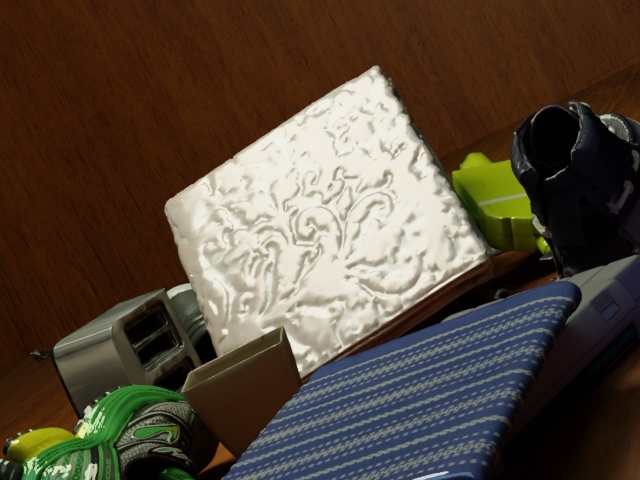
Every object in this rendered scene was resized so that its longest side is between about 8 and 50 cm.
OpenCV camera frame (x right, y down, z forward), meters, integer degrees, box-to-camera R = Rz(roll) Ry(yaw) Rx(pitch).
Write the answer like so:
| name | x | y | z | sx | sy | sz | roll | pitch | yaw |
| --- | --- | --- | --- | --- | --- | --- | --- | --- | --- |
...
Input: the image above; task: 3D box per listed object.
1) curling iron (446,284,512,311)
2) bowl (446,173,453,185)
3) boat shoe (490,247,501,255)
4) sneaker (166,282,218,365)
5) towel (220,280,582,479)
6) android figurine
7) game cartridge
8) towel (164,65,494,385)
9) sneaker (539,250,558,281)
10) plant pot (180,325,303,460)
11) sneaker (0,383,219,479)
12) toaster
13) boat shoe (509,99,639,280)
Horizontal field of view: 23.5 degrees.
| name | x | y | z | sx | sy | sz | roll | pitch | yaw |
| --- | --- | --- | --- | --- | --- | --- | --- | --- | --- |
| curling iron | 0.148 | 0.061 | 1.671 | 0.068 | 0.035 | 0.274 | 10 | -1 | -16 |
| bowl | 0.030 | 0.021 | 1.869 | 0.289 | 0.289 | 0.156 | -24 | 49 | 32 |
| boat shoe | 0.191 | -0.017 | 1.984 | 0.183 | 0.083 | 0.065 | -23 | 7 | 35 |
| sneaker | -0.054 | 0.109 | 2.012 | 0.295 | 0.104 | 0.147 | -9 | 32 | -12 |
| towel | 0.046 | 0.128 | 1.050 | 0.243 | 0.040 | 0.336 | -23 | 9 | 25 |
| android figurine | 0.252 | -0.046 | 1.749 | 0.248 | 0.056 | 0.273 | -12 | 24 | -8 |
| game cartridge | 0.104 | 0.127 | 1.209 | 0.230 | 0.068 | 0.355 | -17 | 11 | 43 |
| towel | 0.000 | 0.000 | 1.682 | 0.317 | 0.053 | 0.332 | -33 | 49 | 10 |
| sneaker | 0.298 | -0.011 | 1.584 | 0.089 | 0.051 | 0.170 | -18 | 14 | 36 |
| plant pot | -0.064 | 0.157 | 1.517 | 0.109 | 0.096 | 0.109 | -27 | 5 | 2 |
| sneaker | -0.167 | 0.226 | 1.406 | 0.146 | 0.134 | 0.343 | 13 | 11 | 16 |
| toaster | -0.226 | 0.164 | 1.861 | 0.110 | 0.168 | 0.185 | -23 | 6 | 31 |
| boat shoe | 0.262 | -0.085 | 1.502 | 0.127 | 0.158 | 0.340 | -21 | 22 | 17 |
